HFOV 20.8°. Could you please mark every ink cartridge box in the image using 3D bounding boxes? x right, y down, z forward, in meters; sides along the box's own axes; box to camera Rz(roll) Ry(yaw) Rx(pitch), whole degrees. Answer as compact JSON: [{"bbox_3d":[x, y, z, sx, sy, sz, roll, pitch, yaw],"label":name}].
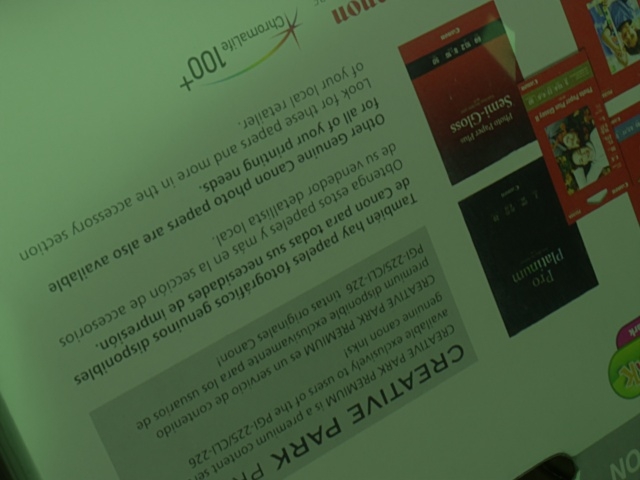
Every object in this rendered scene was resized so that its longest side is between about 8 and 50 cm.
[{"bbox_3d":[0.000,0.000,0.651,0.309,0.130,0.272,-28,103,-23],"label":"ink cartridge box"}]
